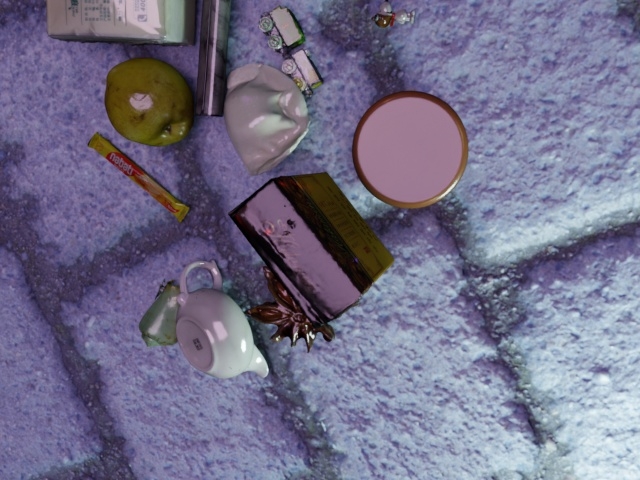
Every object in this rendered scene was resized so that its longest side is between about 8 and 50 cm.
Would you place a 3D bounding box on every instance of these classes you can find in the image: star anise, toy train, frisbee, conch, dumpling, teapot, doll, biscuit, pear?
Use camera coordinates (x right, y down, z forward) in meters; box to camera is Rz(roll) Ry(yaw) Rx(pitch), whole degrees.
[{"bbox_3d":[-0.043,0.136,1.697,0.220,0.099,0.214,36,90,12],"label":"star anise"},{"bbox_3d":[-0.059,-0.405,1.637,0.081,0.060,0.202,-29,92,10],"label":"toy train"},{"bbox_3d":[0.188,-0.192,1.630,0.250,0.021,0.251,2,97,12],"label":"frisbee"},{"bbox_3d":[-0.358,0.179,1.788,0.105,0.079,0.170,25,99,-5],"label":"conch"},{"bbox_3d":[-0.115,-0.270,1.632,0.179,0.131,0.252,-24,70,25],"label":"dumpling"},{"bbox_3d":[-0.234,0.186,1.721,0.165,0.208,0.300,-15,84,-28],"label":"teapot"},{"bbox_3d":[0.152,-0.463,1.591,0.085,0.040,0.058,26,93,9],"label":"doll"},{"bbox_3d":[-0.421,-0.148,1.778,0.292,0.026,0.048,39,124,6],"label":"biscuit"},{"bbox_3d":[-0.370,-0.298,1.661,0.200,0.200,0.200,2,98,13],"label":"pear"}]

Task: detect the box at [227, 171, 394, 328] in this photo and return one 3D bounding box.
[{"bbox_3d":[0.000,0.000,1.495,0.115,0.415,0.264,-37,88,15],"label":"box"}]

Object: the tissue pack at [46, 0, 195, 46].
[{"bbox_3d":[-0.421,-0.605,1.618,0.297,0.207,0.380,6,100,10],"label":"tissue pack"}]

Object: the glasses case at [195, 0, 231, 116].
[{"bbox_3d":[-0.231,-0.418,1.655,0.060,0.114,0.299,3,99,-13],"label":"glasses case"}]
